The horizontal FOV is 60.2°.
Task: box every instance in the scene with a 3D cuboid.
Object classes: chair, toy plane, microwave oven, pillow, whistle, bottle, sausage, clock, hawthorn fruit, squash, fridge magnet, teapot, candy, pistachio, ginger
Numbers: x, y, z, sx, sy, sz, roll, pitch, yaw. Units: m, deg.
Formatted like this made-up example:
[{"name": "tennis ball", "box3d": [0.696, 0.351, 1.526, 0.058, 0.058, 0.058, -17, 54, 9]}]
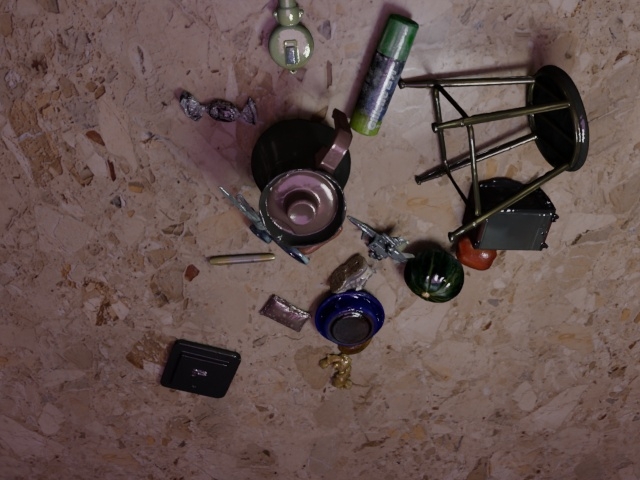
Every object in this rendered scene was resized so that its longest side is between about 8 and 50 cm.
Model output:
[{"name": "chair", "box3d": [0.486, -0.286, 1.557, 0.410, 0.364, 0.361, -16, 124, 2]}, {"name": "toy plane", "box3d": [0.193, 0.005, 1.893, 0.262, 0.088, 0.192, 28, 146, -17]}, {"name": "microwave oven", "box3d": [0.611, -0.080, 1.804, 0.248, 0.178, 0.188, 2, 127, -5]}, {"name": "pillow", "box3d": [-0.128, 0.284, 2.092, 0.185, 0.043, 0.118, 27, 122, -20]}, {"name": "whistle", "box3d": [-0.083, -0.571, 1.483, 0.126, 0.067, 0.258, -5, 123, -2]}, {"name": "bottle", "box3d": [0.175, -0.460, 1.559, 0.093, 0.093, 0.330, 13, 123, -12]}, {"name": "sausage", "box3d": [0.000, 0.000, 1.903, 0.186, 0.043, 0.043, -33, 121, 18]}, {"name": "clock", "box3d": [-0.488, 0.532, 2.240, 0.279, 0.049, 0.273, 17, 123, -14]}, {"name": "hawthorn fruit", "box3d": [0.537, 0.036, 1.916, 0.138, 0.132, 0.132, 21, 122, 1]}, {"name": "squash", "box3d": [0.396, 0.122, 1.924, 0.218, 0.218, 0.172, 43, 76, -28]}, {"name": "fridge magnet", "box3d": [0.111, 0.297, 2.074, 0.266, 0.112, 0.265, -1, 125, -2]}, {"name": "teapot", "box3d": [-0.033, -0.190, 1.571, 0.306, 0.361, 0.376, 26, 118, -20]}, {"name": "candy", "box3d": [-0.295, -0.383, 1.610, 0.227, 0.051, 0.094, 7, 121, -8]}, {"name": "pistachio", "box3d": [0.149, 0.409, 2.194, 0.173, 0.049, 0.089, -36, 120, 20]}, {"name": "ginger", "box3d": [0.083, 0.541, 2.281, 0.193, 0.052, 0.176, 27, 124, -20]}]

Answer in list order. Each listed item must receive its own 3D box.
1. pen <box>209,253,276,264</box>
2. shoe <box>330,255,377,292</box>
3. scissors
[{"name": "pen", "box3d": [-0.273, 0.069, 1.941, 0.234, 0.032, 0.040, -3, 148, -2]}, {"name": "shoe", "box3d": [0.117, 0.132, 1.982, 0.092, 0.089, 0.180, 30, 121, -35]}, {"name": "scissors", "box3d": [-0.186, -0.052, 1.688, 0.029, 0.256, 0.383, -54, 147, -12]}]
